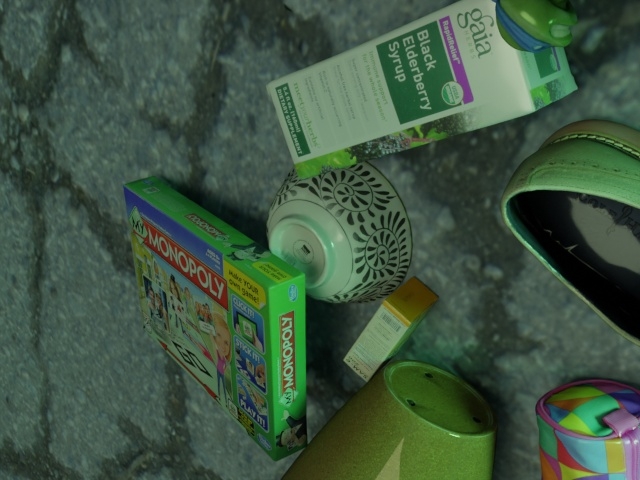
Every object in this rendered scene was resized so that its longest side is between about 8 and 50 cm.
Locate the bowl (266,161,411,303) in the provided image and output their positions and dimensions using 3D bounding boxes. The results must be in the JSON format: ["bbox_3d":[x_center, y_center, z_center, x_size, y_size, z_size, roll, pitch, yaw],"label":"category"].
[{"bbox_3d":[0.000,0.000,0.750,0.170,0.080,0.170,16,118,33],"label":"bowl"}]

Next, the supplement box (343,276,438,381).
[{"bbox_3d":[0.071,0.090,0.747,0.036,0.062,0.098,41,130,14],"label":"supplement box"}]

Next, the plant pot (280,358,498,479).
[{"bbox_3d":[0.069,0.257,0.735,0.237,0.237,0.254,32,112,23],"label":"plant pot"}]

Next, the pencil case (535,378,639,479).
[{"bbox_3d":[0.250,0.243,0.653,0.104,0.104,0.236,0,110,38],"label":"pencil case"}]

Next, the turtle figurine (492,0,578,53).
[{"bbox_3d":[0.236,-0.177,0.396,0.266,0.197,0.275,-60,44,36],"label":"turtle figurine"}]

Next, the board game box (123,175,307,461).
[{"bbox_3d":[-0.126,0.075,0.842,0.317,0.046,0.214,30,130,45],"label":"board game box"}]

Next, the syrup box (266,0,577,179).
[{"bbox_3d":[0.078,-0.130,0.620,0.236,0.096,0.093,-11,102,42],"label":"syrup box"}]

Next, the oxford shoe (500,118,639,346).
[{"bbox_3d":[0.294,0.064,0.503,0.397,0.146,0.140,34,126,21],"label":"oxford shoe"}]
